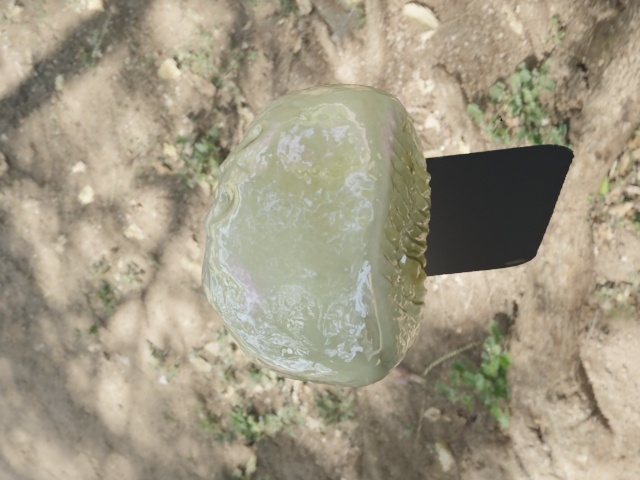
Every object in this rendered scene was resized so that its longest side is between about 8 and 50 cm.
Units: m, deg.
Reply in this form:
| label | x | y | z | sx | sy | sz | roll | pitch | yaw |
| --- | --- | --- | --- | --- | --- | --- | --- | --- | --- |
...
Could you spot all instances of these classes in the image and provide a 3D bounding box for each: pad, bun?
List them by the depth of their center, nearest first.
| label | x | y | z | sx | sy | sz | roll | pitch | yaw |
| --- | --- | --- | --- | --- | --- | --- | --- | --- | --- |
| bun | 0.000 | 0.000 | 0.546 | 0.128 | 0.178 | 0.193 | 2 | 170 | 18 |
| pad | 0.105 | -0.038 | 0.996 | 0.315 | 0.063 | 0.375 | -7 | 159 | 3 |
